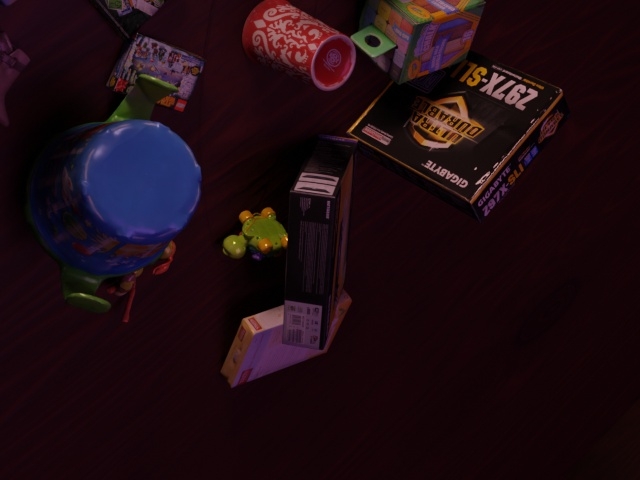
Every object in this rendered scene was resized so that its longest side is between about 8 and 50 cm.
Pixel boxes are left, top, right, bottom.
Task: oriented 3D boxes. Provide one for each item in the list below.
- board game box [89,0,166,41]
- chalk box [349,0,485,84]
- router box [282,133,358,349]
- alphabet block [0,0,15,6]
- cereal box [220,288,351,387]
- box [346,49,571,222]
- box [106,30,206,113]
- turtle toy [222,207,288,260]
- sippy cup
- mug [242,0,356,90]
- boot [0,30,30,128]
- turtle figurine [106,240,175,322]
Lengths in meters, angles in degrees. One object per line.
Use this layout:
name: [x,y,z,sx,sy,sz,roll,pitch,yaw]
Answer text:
board game box: [-0.299,-0.410,1.339,0.136,0.030,0.260,-46,138,-7]
chalk box: [0.152,-0.370,1.686,0.213,0.132,0.132,-24,147,-32]
router box: [0.000,0.000,1.740,0.243,0.080,0.309,-69,166,-59]
alphabet block: [-0.363,-0.412,1.128,0.197,0.193,0.192,-41,126,-13]
cereal box: [-0.066,0.185,1.888,0.240,0.047,0.173,-15,145,-36]
box: [0.243,-0.210,1.752,0.257,0.322,0.079,-48,139,-7]
box: [-0.248,-0.255,1.485,0.137,0.027,0.094,13,107,-47]
turtle toy: [-0.114,-0.002,1.736,0.130,0.095,0.066,-10,143,-37]
sippy cup: [-0.277,-0.068,1.365,0.240,0.224,0.306,-18,94,-27]
mug: [-0.017,-0.309,1.559,0.150,0.169,0.113,-6,119,-40]
boot: [-0.431,-0.221,1.327,0.087,0.042,0.118,-44,138,-16]
turtle figurine: [-0.308,0.007,1.552,0.217,0.087,0.270,19,101,-48]
